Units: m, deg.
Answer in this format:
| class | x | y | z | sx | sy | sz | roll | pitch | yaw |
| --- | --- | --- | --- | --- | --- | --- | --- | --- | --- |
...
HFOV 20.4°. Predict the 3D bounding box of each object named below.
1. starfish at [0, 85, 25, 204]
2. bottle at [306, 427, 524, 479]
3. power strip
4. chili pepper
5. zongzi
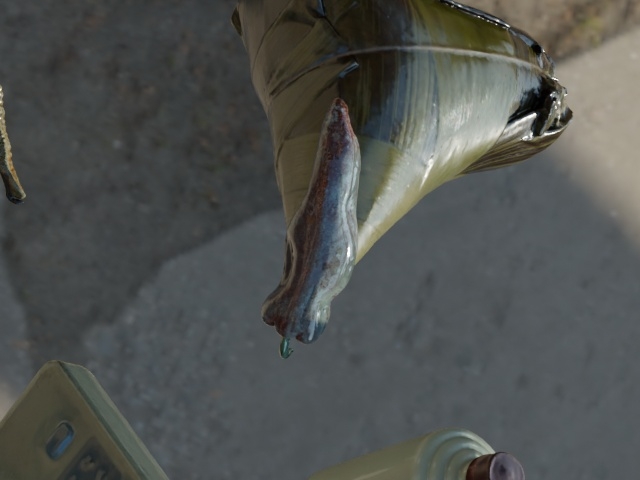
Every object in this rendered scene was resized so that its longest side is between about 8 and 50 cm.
| class | x | y | z | sx | sy | sz | roll | pitch | yaw |
| --- | --- | --- | --- | --- | --- | --- | --- | --- | --- |
| starfish | -0.167 | -0.073 | 0.775 | 0.130 | 0.133 | 0.041 | 53 | 35 | -18 |
| bottle | 0.081 | 0.221 | 1.505 | 0.104 | 0.245 | 0.104 | 13 | 66 | -32 |
| power strip | -0.139 | 0.189 | 1.123 | 0.046 | 0.270 | 0.118 | 23 | 108 | -47 |
| chili pepper | 0.001 | 0.000 | 0.949 | 0.041 | 0.050 | 0.153 | 11 | 111 | -19 |
| zongzi | 0.081 | -0.053 | 1.363 | 0.289 | 0.154 | 0.317 | 16 | 54 | -32 |
